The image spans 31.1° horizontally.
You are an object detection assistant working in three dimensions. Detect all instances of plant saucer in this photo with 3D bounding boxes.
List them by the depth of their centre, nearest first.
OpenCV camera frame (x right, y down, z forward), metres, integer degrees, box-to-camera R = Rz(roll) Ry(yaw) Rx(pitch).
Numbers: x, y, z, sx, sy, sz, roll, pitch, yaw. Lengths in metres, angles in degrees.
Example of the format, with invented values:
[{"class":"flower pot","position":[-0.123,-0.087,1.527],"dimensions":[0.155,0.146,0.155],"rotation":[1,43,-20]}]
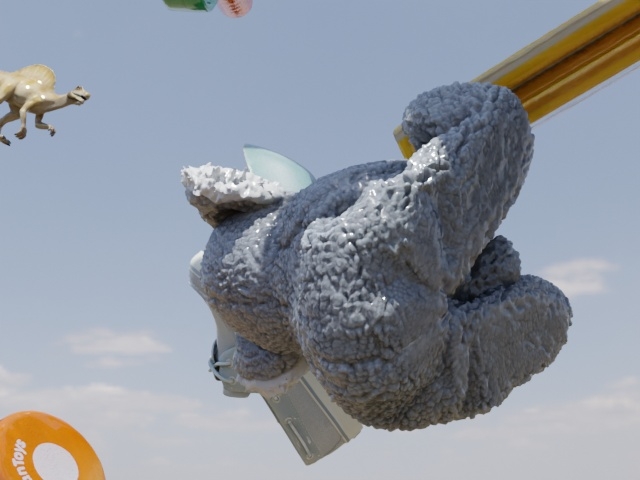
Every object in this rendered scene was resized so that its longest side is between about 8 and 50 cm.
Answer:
[{"class":"plant saucer","position":[0.000,0.000,0.927],"dimensions":[0.037,0.195,0.195],"rotation":[-27,-18,5]}]

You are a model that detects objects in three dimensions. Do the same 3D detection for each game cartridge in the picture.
[{"class":"game cartridge","position":[0.229,-0.148,0.878],"dimensions":[0.285,0.052,0.324],"rotation":[-30,-4,26]}]

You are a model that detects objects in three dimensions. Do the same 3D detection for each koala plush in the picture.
[{"class":"koala plush","position":[0.007,0.020,0.723],"dimensions":[0.221,0.196,0.203],"rotation":[3,26,41]}]

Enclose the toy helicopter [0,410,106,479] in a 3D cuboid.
[{"class":"toy helicopter","position":[-0.305,0.081,0.685],"dimensions":[0.140,0.355,0.235],"rotation":[-43,-24,25]}]

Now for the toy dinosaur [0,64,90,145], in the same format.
[{"class":"toy dinosaur","position":[-0.326,-0.153,1.219],"dimensions":[0.183,0.092,0.053],"rotation":[22,-20,16]}]

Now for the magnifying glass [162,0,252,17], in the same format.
[{"class":"magnifying glass","position":[-0.055,-0.146,0.564],"dimensions":[0.026,0.092,0.231],"rotation":[1,0,4]}]

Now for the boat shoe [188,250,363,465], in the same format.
[{"class":"boat shoe","position":[-0.055,0.112,1.026],"dimensions":[0.227,0.081,0.079],"rotation":[51,-7,-17]}]
